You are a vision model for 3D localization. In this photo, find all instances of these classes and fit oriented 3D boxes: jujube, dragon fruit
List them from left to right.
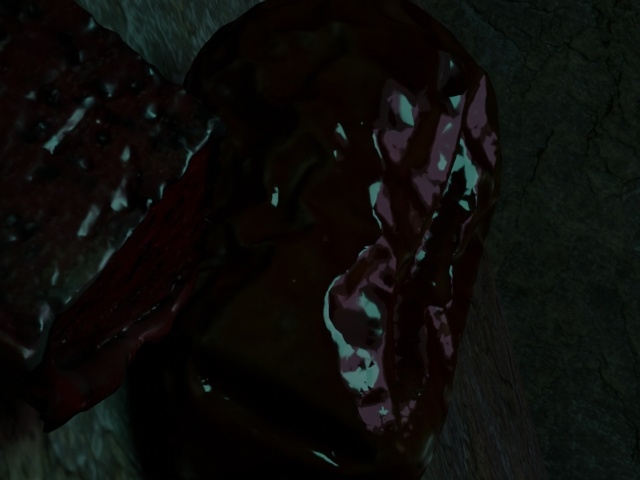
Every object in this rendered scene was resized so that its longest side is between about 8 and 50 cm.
[{"bbox_3d":[-0.113,-0.006,0.472,0.127,0.120,0.161,37,-24,12],"label":"dragon fruit"},{"bbox_3d":[0.000,0.000,0.679,0.216,0.216,0.342,61,31,-43],"label":"jujube"}]
